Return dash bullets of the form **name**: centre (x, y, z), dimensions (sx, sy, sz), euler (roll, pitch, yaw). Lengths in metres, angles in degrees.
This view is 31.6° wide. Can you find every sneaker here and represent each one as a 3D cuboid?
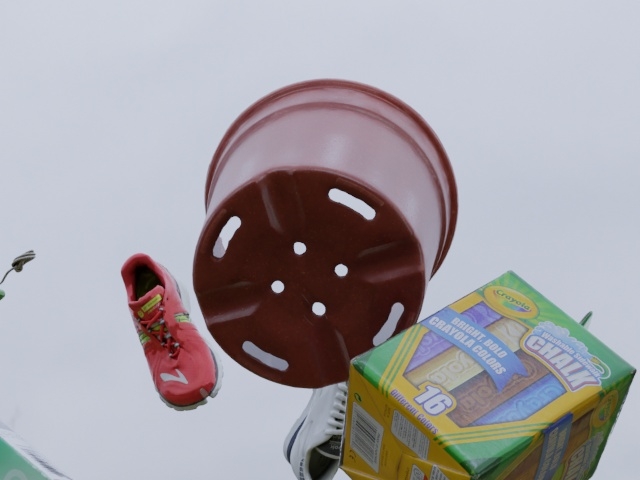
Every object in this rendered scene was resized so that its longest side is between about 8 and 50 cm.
- **sneaker**: centre (-0.232, 0.129, 1.633), dimensions (0.107, 0.279, 0.118), euler (-33, -41, 0)
- **sneaker**: centre (0.029, 0.217, 1.474), dimensions (0.090, 0.235, 0.095), euler (17, 11, -15)

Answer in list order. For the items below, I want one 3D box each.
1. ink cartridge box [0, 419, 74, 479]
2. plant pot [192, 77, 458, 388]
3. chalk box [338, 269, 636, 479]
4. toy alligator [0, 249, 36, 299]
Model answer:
- **ink cartridge box**: centre (-0.365, 0.304, 1.163), dimensions (0.181, 0.224, 0.056), euler (26, -5, 36)
- **plant pot**: centre (0.000, 0.000, 1.080), dimensions (0.272, 0.272, 0.265), euler (-10, 16, 8)
- **chalk box**: centre (0.138, 0.125, 0.851), dimensions (0.213, 0.132, 0.132), euler (-25, -40, -29)
- **toy alligator**: centre (-0.376, 0.082, 1.220), dimensions (0.190, 0.051, 0.056), euler (-33, -11, 3)
